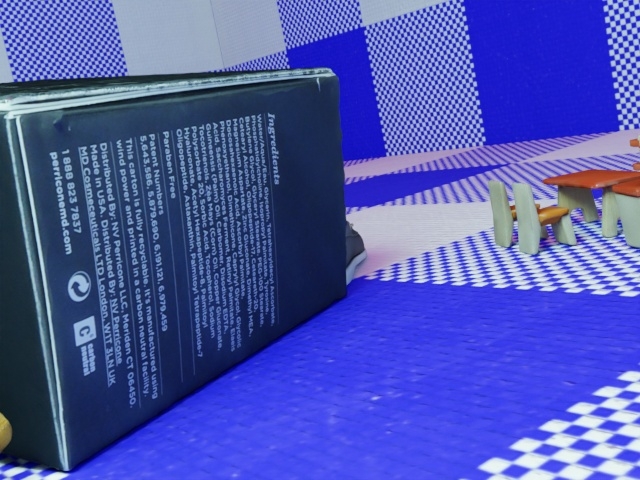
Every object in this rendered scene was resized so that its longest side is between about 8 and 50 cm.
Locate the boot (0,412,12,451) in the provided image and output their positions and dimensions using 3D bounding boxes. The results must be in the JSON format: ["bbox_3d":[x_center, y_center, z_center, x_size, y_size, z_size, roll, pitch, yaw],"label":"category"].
[{"bbox_3d":[-0.376,0.159,0.527,0.295,0.104,0.211,6,18,2],"label":"boot"}]

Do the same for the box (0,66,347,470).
[{"bbox_3d":[-0.288,-0.027,0.882,0.479,0.298,0.471,4,17,29],"label":"box"}]

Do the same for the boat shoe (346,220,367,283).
[{"bbox_3d":[0.005,-0.001,1.170,0.109,0.091,0.305,-10,9,7],"label":"boat shoe"}]

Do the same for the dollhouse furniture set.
[{"bbox_3d":[0.377,-0.076,1.041,0.261,0.135,0.259,-13,9,-10],"label":"dollhouse furniture set"}]
